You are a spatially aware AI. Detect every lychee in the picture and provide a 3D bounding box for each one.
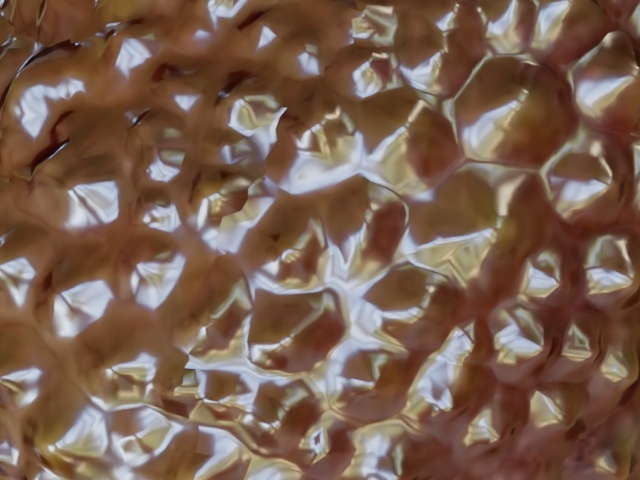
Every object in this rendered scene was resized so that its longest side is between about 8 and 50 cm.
[{"bbox_3d":[0.000,0.000,0.483,0.304,0.276,0.276,-37,29,33],"label":"lychee"}]
